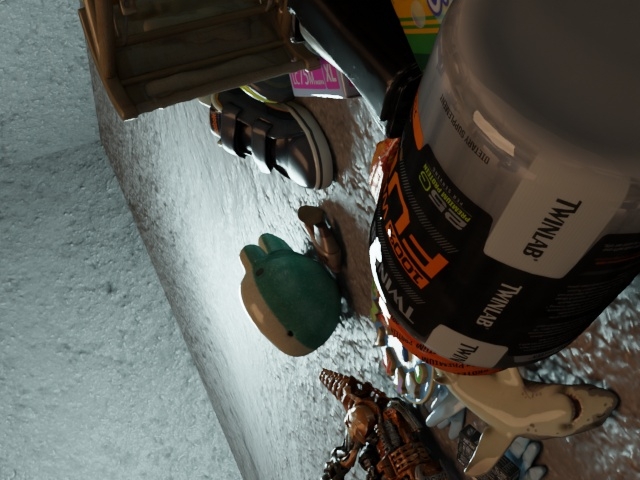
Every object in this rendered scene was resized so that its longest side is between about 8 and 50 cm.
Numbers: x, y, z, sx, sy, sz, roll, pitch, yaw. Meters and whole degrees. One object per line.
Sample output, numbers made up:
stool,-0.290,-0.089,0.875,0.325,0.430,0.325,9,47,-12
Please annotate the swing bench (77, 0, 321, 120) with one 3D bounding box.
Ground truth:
swing bench,-0.146,-0.304,1.010,0.165,0.253,0.255,53,153,40

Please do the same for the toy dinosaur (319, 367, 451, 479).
toy dinosaur,0.094,0.310,1.341,0.322,0.164,0.219,-104,21,-58

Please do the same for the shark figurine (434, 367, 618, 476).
shark figurine,0.180,0.133,0.942,0.278,0.116,0.166,47,117,36

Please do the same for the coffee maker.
coffee maker,0.051,-0.213,0.889,0.178,0.120,0.171,50,180,24

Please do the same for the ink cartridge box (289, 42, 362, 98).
ink cartridge box,-0.015,-0.336,1.102,0.185,0.065,0.311,-157,52,-65

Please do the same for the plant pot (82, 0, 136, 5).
plant pot,-0.251,-0.401,1.462,0.239,0.254,0.254,75,170,-69

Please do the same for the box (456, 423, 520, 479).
box,0.199,0.268,1.049,0.083,0.018,0.067,40,150,36

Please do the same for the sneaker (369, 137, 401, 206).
sneaker,0.086,-0.102,1.032,0.175,0.064,0.068,115,143,-60

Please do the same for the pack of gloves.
pack of gloves,0.187,0.237,1.091,0.232,0.046,0.195,101,146,-56

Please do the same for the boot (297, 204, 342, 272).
boot,0.000,0.000,1.410,0.118,0.042,0.087,-128,18,-60

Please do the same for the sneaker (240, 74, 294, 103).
sneaker,-0.100,-0.343,1.269,0.121,0.111,0.300,-24,88,66

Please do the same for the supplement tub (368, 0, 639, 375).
supplement tub,0.153,-0.032,0.676,0.207,0.207,0.338,63,159,25

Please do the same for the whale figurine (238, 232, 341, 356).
whale figurine,-0.044,0.070,1.488,0.216,0.141,0.272,47,-164,-25

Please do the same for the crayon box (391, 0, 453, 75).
crayon box,0.134,-0.284,0.689,0.203,0.083,0.323,68,161,9

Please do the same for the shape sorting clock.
shape sorting clock,0.108,0.119,1.182,0.206,0.040,0.206,167,90,-76

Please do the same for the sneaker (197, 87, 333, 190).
sneaker,-0.098,-0.174,1.389,0.321,0.127,0.126,52,152,42
